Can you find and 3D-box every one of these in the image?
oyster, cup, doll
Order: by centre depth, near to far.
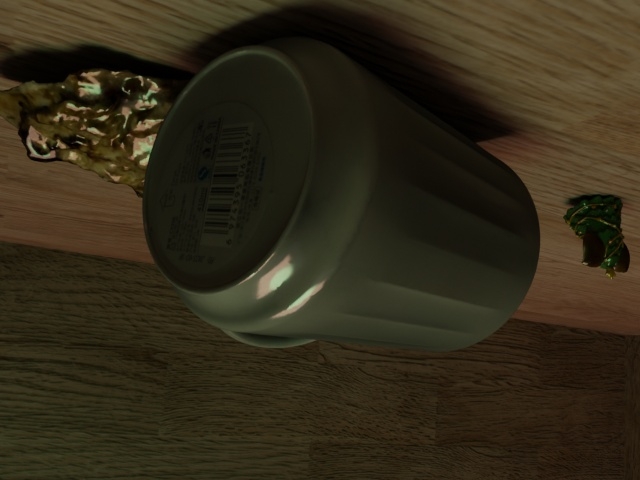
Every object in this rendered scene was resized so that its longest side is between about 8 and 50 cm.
[{"bbox_3d":[0.000,0.000,0.610,0.323,0.236,0.327,-41,146,27],"label":"cup"},{"bbox_3d":[-0.133,-0.090,0.679,0.396,0.110,0.204,19,160,-37],"label":"oyster"},{"bbox_3d":[0.381,-0.010,0.847,0.078,0.113,0.076,11,132,-21],"label":"doll"}]
